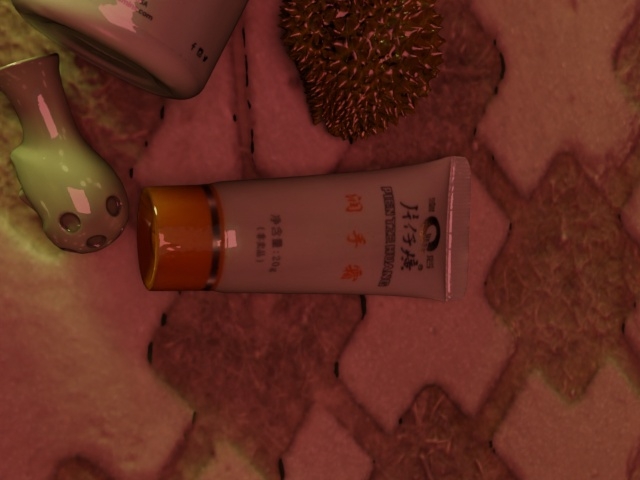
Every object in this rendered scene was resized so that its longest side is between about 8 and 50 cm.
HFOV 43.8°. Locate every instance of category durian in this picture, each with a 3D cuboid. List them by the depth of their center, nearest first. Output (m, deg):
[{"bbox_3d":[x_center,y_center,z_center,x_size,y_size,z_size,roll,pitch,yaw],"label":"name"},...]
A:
[{"bbox_3d":[0.034,-0.196,0.683,0.146,0.102,0.208,-28,100,-8],"label":"durian"}]

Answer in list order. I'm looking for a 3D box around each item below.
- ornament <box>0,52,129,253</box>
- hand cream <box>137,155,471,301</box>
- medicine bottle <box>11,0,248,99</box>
[{"bbox_3d":[-0.208,-0.064,0.630,0.081,0.075,0.156,-20,103,2],"label":"ornament"},{"bbox_3d":[0.000,0.000,0.704,0.314,0.089,0.139,-5,99,-26],"label":"hand cream"},{"bbox_3d":[-0.100,-0.265,0.600,0.157,0.157,0.288,27,86,-19],"label":"medicine bottle"}]
